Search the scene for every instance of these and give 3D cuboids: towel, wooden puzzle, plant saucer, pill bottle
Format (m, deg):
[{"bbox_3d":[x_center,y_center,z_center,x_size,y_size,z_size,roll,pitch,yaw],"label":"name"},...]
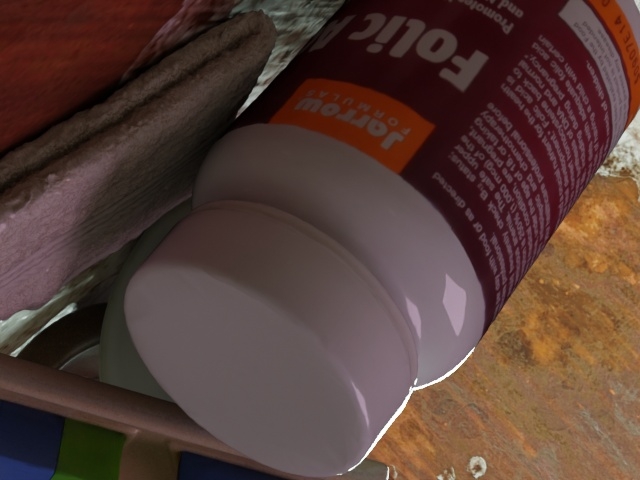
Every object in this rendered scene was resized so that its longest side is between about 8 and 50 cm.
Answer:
[{"bbox_3d":[-0.148,-0.035,1.142,0.282,0.049,0.187,-37,170,-32],"label":"towel"},{"bbox_3d":[-0.163,0.215,1.314,0.348,0.322,0.080,133,-31,-51],"label":"wooden puzzle"},{"bbox_3d":[-0.207,0.128,1.499,0.168,0.029,0.168,-30,143,-27],"label":"plant saucer"},{"bbox_3d":[0.051,-0.040,1.204,0.392,0.224,0.224,-51,177,-34],"label":"pill bottle"}]

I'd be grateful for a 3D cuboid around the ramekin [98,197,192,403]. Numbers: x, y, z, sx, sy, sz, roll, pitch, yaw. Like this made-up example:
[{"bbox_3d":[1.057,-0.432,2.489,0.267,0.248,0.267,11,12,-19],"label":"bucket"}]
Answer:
[{"bbox_3d":[-0.066,0.080,1.396,0.127,0.273,0.273,19,125,-39],"label":"ramekin"}]
